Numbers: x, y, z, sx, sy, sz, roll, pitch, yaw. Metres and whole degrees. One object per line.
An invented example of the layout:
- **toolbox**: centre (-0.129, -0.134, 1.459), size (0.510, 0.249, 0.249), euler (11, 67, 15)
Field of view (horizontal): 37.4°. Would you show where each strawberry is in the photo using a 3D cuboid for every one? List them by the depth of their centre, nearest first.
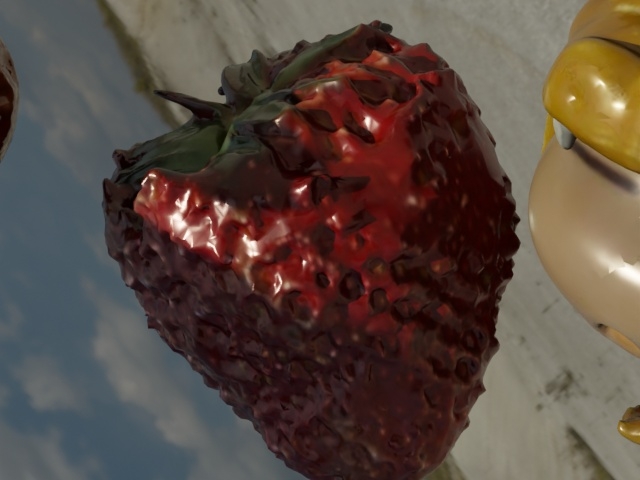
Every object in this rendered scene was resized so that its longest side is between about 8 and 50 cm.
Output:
- **strawberry**: centre (-0.003, 0.003, 0.618), size (0.257, 0.261, 0.261), euler (57, 179, -24)

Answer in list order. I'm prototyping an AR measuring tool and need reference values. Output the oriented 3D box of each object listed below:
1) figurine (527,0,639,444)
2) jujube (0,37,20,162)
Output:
- **figurine**: centre (0.268, -0.035, 0.538), size (0.387, 0.268, 0.400), euler (66, -148, -44)
- **jujube**: centre (-0.312, -0.092, 0.585), size (0.251, 0.174, 0.174), euler (14, 168, 22)
